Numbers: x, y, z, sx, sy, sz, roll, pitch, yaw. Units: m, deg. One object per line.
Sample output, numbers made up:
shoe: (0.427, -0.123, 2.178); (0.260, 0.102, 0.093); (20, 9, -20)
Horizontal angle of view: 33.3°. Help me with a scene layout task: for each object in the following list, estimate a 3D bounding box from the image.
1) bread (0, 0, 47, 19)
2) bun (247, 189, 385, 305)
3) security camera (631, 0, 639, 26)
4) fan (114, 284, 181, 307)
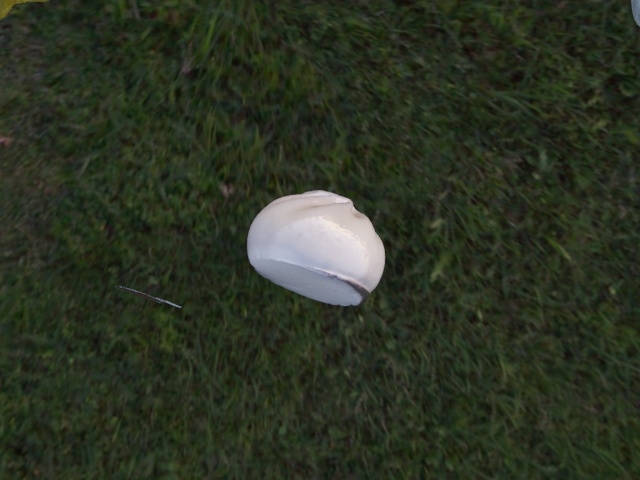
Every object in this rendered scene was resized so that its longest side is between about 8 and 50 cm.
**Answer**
bread: (-0.274, -0.217, 0.756); (0.088, 0.233, 0.161); (30, 131, 23)
bun: (0.000, 0.000, 1.324); (0.173, 0.173, 0.120); (21, 76, -9)
security camera: (0.492, -0.312, 1.214); (0.277, 0.197, 0.191); (-13, 127, 2)
fan: (-0.283, 0.094, 1.772); (0.133, 0.085, 0.005); (13, 79, 30)
